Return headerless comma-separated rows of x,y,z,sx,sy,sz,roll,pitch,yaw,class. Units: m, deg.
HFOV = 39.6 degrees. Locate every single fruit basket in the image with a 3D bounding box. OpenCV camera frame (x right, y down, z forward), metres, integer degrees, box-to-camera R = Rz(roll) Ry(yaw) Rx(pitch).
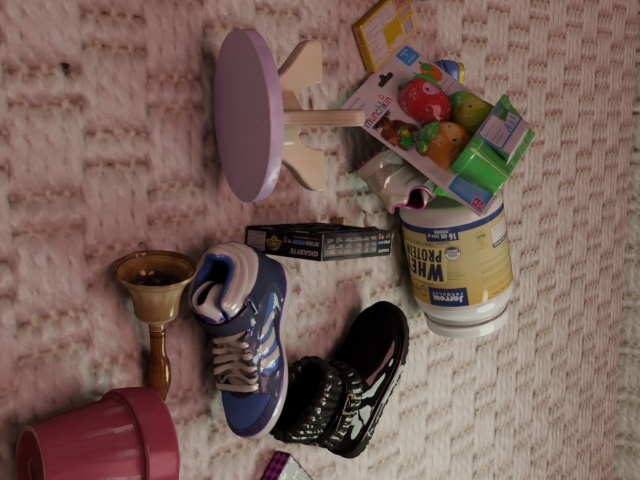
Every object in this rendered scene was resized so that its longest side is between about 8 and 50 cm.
0.255,-0.246,1.815,0.353,0.165,0.327,41,47,-1,fruit basket

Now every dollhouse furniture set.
0.085,-0.046,1.814,0.114,0.091,0.081,35,52,-46,dollhouse furniture set

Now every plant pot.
-0.321,0.314,1.251,0.180,0.201,0.201,-1,96,-37,plant pot

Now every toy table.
-0.065,-0.207,1.473,0.160,0.252,0.274,-9,114,-36,toy table

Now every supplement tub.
0.308,0.037,1.985,0.228,0.228,0.316,-36,122,-44,supplement tub

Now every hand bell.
-0.257,0.149,1.394,0.126,0.126,0.242,-27,129,-48,hand bell

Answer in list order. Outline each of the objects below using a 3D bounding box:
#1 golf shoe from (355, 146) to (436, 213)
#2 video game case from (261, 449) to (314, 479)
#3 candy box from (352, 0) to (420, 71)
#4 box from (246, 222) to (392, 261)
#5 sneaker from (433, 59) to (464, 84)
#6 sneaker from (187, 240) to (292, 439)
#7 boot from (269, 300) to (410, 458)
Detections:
0.204,-0.124,1.888,0.306,0.115,0.140,-10,66,-46,golf shoe
-0.077,0.557,1.711,0.232,0.041,0.210,-60,137,-28,video game case
0.141,-0.448,1.861,0.206,0.027,0.105,-49,128,-37,candy box
0.000,0.000,1.621,0.220,0.175,0.051,-4,99,-53,box
0.275,-0.309,2.040,0.082,0.069,0.209,-4,110,-19,sneaker
-0.154,0.162,1.464,0.236,0.130,0.323,23,72,-59,sneaker
0.040,0.251,1.747,0.260,0.131,0.348,37,67,-49,boot
